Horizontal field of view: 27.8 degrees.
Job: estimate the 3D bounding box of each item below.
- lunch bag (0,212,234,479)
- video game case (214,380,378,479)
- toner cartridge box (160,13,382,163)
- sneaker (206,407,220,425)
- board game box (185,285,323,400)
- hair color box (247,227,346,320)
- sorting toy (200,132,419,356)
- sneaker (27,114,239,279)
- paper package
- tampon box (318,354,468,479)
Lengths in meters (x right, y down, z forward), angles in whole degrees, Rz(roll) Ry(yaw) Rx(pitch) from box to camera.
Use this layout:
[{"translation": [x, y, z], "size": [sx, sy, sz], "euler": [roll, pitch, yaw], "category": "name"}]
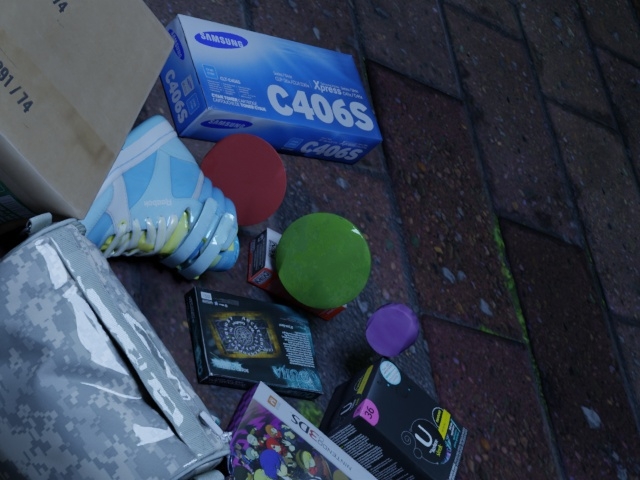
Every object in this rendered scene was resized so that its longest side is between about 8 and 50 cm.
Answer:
[{"translation": [-0.251, 0.155, 1.268], "size": [0.305, 0.256, 0.212], "euler": [56, 38, 4], "category": "lunch bag"}, {"translation": [-0.041, 0.313, 1.536], "size": [0.210, 0.042, 0.232], "euler": [42, 39, -12], "category": "video game case"}, {"translation": [-0.073, -0.217, 1.904], "size": [0.347, 0.075, 0.165], "euler": [5, 56, -44], "category": "toner cartridge box"}, {"translation": [-0.186, 0.183, 1.477], "size": [0.166, 0.065, 0.076], "euler": [20, 44, -38], "category": "sneaker"}, {"translation": [-0.084, 0.133, 1.650], "size": [0.186, 0.026, 0.126], "euler": [15, 51, -39], "category": "board game box"}, {"translation": [-0.030, 0.047, 1.761], "size": [0.141, 0.043, 0.072], "euler": [29, 42, -28], "category": "hair color box"}, {"translation": [0.000, 0.000, 1.721], "size": [0.365, 0.127, 0.126], "euler": [45, 17, 3], "category": "sorting toy"}, {"translation": [-0.207, -0.010, 1.557], "size": [0.208, 0.127, 0.319], "euler": [46, 38, -7], "category": "sneaker"}, {"translation": [-0.356, -0.216, 1.401], "size": [0.325, 0.168, 0.309], "euler": [51, 45, -35], "category": "paper package"}, {"translation": [0.092, 0.256, 1.672], "size": [0.161, 0.101, 0.120], "euler": [42, 38, -13], "category": "tampon box"}]
